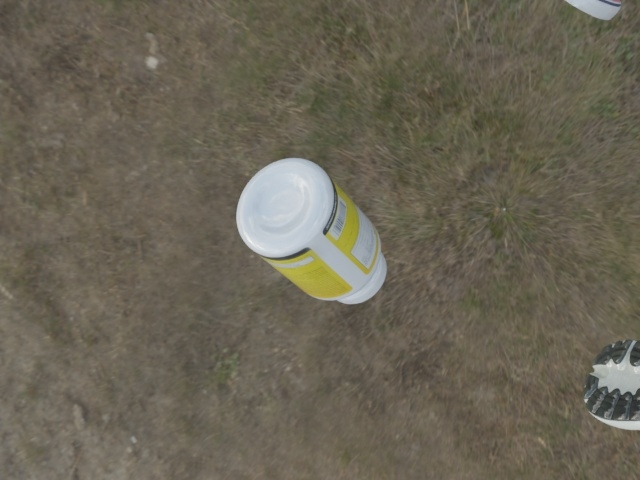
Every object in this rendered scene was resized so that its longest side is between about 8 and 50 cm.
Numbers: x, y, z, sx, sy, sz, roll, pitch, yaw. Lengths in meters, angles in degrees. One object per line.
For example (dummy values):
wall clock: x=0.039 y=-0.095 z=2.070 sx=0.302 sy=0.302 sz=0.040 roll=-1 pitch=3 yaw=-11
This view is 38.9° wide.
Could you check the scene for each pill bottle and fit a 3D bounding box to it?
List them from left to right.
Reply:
pill bottle: x=0.000 y=0.000 z=0.921 sx=0.103 sy=0.184 sz=0.103 roll=-11 pitch=62 yaw=22

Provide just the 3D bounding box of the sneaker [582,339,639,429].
sneaker: x=0.363 y=0.151 z=0.790 sx=0.118 sy=0.279 sz=0.107 roll=25 pitch=87 yaw=-27

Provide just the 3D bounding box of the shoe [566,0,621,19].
shoe: x=0.204 y=-0.258 z=0.759 sx=0.178 sy=0.063 sz=0.081 roll=23 pitch=120 yaw=-24
